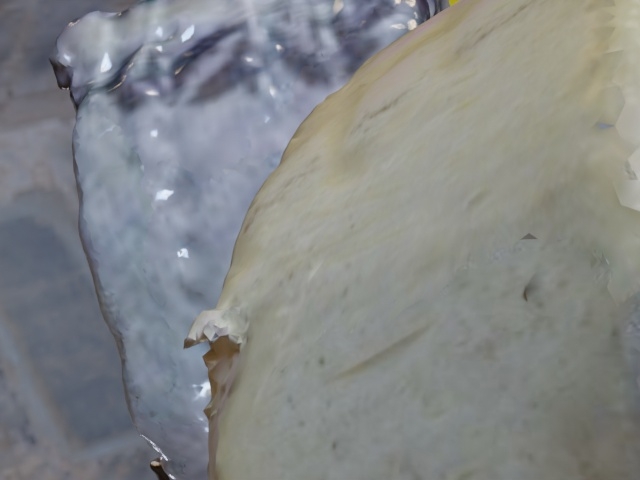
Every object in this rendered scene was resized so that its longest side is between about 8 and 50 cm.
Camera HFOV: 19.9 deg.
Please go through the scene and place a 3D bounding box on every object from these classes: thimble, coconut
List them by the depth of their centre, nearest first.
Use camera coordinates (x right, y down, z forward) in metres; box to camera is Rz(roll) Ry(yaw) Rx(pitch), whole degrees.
[{"bbox_3d":[0.148,0.042,0.496,0.352,0.352,0.353,22,119,47],"label":"coconut"},{"bbox_3d":[0.000,0.000,0.760,0.217,0.157,0.245,-98,-10,-46],"label":"thimble"}]

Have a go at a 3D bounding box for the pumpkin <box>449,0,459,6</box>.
[{"bbox_3d":[0.002,-0.204,0.984,0.110,0.217,0.217,-17,88,49],"label":"pumpkin"}]

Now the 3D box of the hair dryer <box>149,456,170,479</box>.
[{"bbox_3d":[-0.005,0.254,1.042,0.362,0.128,0.203,64,152,3],"label":"hair dryer"}]
